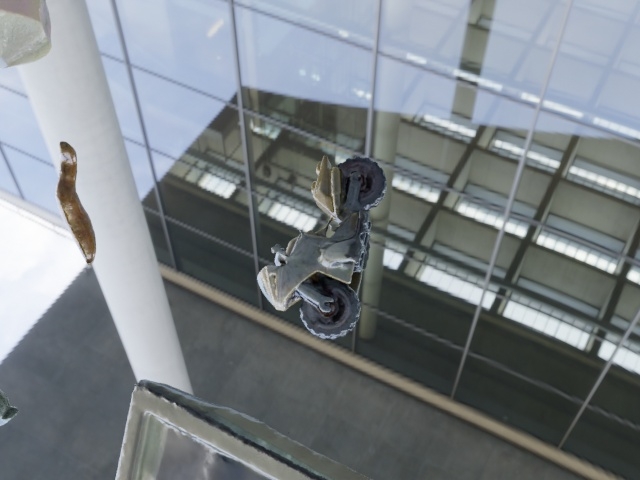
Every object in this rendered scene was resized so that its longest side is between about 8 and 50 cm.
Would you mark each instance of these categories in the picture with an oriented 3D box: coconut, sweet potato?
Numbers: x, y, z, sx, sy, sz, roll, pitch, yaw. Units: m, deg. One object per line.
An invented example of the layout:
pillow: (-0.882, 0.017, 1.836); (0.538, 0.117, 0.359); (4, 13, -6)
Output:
coconut: (-0.471, -0.322, 1.181); (0.147, 0.147, 0.152); (-7, -114, -5)
sweet potato: (-0.343, -0.050, 1.119); (0.044, 0.179, 0.044); (-8, -162, 3)

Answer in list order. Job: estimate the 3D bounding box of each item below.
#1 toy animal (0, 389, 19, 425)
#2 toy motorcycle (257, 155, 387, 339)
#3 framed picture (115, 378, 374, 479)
toy animal: (-0.549, 0.202, 1.094); (0.127, 0.251, 0.125); (-40, -158, 8)
toy motorcycle: (0.000, 0.000, 0.972); (0.130, 0.094, 0.229); (9, -107, 16)
framed picture: (0.005, 0.186, 0.324); (0.260, 0.189, 0.023); (19, -169, 29)
